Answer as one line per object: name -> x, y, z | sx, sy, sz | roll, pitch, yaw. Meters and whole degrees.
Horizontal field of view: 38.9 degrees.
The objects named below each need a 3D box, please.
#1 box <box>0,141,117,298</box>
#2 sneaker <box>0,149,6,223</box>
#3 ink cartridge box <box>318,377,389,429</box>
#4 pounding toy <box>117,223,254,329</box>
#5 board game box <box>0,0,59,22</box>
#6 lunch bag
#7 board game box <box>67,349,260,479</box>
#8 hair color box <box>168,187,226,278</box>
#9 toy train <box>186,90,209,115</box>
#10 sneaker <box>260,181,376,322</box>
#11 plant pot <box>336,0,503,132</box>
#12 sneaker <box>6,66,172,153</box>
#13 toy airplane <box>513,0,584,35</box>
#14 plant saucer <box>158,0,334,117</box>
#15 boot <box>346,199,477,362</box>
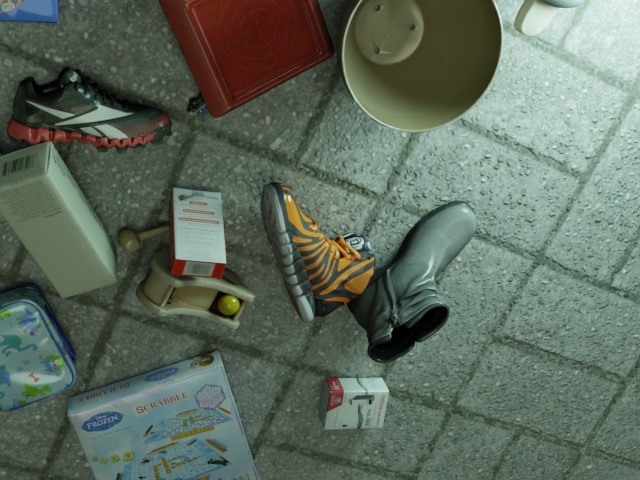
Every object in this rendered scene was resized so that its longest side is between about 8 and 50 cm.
box -> -0.454, -0.030, 1.564 | 0.113, 0.094, 0.275 | -16, 135, 3
sneaker -> -0.547, -0.115, 1.569 | 0.082, 0.071, 0.191 | -7, 124, -20
ink cartridge box -> 0.072, 0.352, 1.954 | 0.135, 0.056, 0.099 | 1, 112, -16
pounding toy -> -0.242, 0.055, 1.676 | 0.269, 0.154, 0.155 | 23, 106, -24
board game box -> -0.525, -0.515, 1.380 | 0.233, 0.078, 0.347 | -2, 114, -15
lunch bag -> -0.562, 0.200, 1.688 | 0.176, 0.090, 0.219 | -23, 118, -4
board game box -> -0.316, 0.414, 1.868 | 0.318, 0.066, 0.318 | -17, 117, -8
hair color box -> -0.224, -0.014, 1.641 | 0.093, 0.167, 0.053 | 6, 141, -17
toy train -> -0.171, -0.274, 1.620 | 0.158, 0.027, 0.036 | -36, 130, 1
sneaker -> 0.000, 0.000, 1.752 | 0.180, 0.125, 0.321 | -23, 129, -9
plant pot -> 0.147, -0.352, 1.580 | 0.284, 0.191, 0.284 | -6, 115, -14
sneaker -> -0.388, -0.223, 1.540 | 0.276, 0.098, 0.135 | 1, 116, -15
toy airplane -> 0.474, -0.574, 1.526 | 0.384, 0.272, 0.386 | -20, 117, -7
plant saucer -> -0.112, -0.363, 1.544 | 0.258, 0.048, 0.259 | -30, 128, -10
boot -> 0.211, 0.087, 1.779 | 0.118, 0.223, 0.338 | 40, 99, -26
